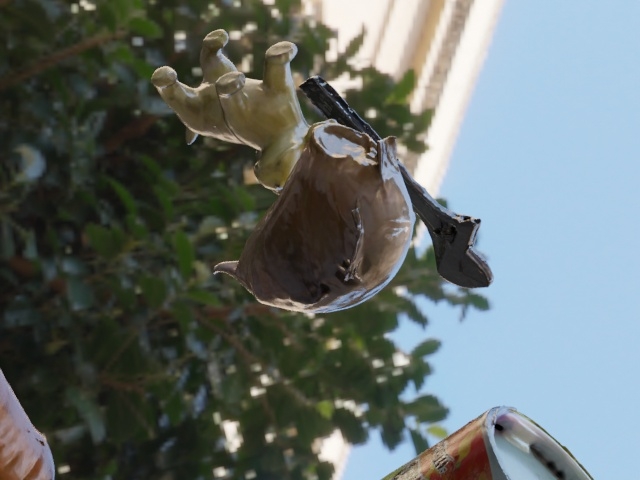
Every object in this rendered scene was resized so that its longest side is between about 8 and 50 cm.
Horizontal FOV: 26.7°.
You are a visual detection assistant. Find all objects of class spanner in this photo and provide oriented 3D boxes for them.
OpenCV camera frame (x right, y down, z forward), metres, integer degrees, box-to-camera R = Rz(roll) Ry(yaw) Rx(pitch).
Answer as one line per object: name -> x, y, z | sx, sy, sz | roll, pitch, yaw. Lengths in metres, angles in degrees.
spanner -> 0.091, -0.070, 1.582 | 0.325, 0.026, 0.093 | 48, -46, 3

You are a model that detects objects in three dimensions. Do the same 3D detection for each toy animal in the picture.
toy animal -> -0.083, -0.142, 1.555 | 0.233, 0.121, 0.168 | 26, -36, 32

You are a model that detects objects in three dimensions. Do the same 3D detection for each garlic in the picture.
garlic -> 0.007, -0.001, 0.735 | 0.084, 0.066, 0.152 | 56, -41, 21

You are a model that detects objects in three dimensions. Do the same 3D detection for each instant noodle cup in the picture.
instant noodle cup -> 0.139, 0.280, 1.132 | 0.200, 0.264, 0.264 | -42, -117, 18

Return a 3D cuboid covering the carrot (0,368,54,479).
carrot -> -0.178, 0.034, 0.613 | 0.066, 0.062, 0.271 | 1, -61, 26
